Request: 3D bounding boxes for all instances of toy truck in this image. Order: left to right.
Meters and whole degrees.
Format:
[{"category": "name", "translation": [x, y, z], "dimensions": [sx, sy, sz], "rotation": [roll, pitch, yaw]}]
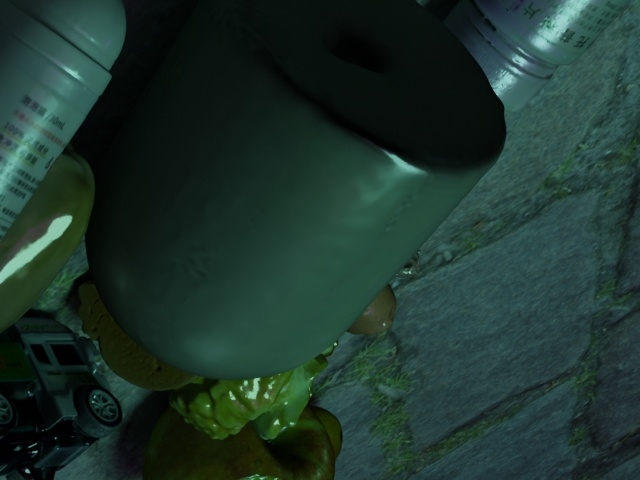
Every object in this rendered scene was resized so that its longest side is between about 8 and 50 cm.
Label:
[{"category": "toy truck", "translation": [-0.378, 0.168, 1.831], "dimensions": [0.176, 0.178, 0.363], "rotation": [-40, 153, 29]}]

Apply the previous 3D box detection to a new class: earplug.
[{"category": "earplug", "translation": [-0.053, -0.046, 1.712], "dimensions": [0.312, 0.313, 0.394], "rotation": [0, 137, -46]}]

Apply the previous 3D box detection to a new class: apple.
[{"category": "apple", "translation": [-0.109, 0.299, 2.244], "dimensions": [0.246, 0.246, 0.226], "rotation": [-1, 147, -45]}]

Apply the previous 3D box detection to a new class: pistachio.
[{"category": "pistachio", "translation": [-0.343, -0.002, 1.641], "dimensions": [0.288, 0.166, 0.197], "rotation": [-48, 131, -1]}]

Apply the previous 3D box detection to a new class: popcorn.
[{"category": "popcorn", "translation": [-0.093, 0.125, 2.039], "dimensions": [0.204, 0.221, 0.183], "rotation": [-21, 127, 39]}]

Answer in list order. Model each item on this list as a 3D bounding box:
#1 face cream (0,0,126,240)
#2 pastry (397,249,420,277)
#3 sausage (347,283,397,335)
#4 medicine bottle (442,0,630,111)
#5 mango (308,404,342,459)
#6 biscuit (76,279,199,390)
[{"category": "face cream", "translation": [-0.253, -0.156, 1.495], "dimensions": [0.370, 0.145, 0.145], "rotation": [-57, 150, -2]}, {"category": "pastry", "translation": [0.010, 0.058, 2.153], "dimensions": [0.265, 0.112, 0.103], "rotation": [-38, 164, 29]}, {"category": "sausage", "translation": [0.000, 0.001, 1.979], "dimensions": [0.086, 0.086, 0.289], "rotation": [-35, 126, 0]}, {"category": "medicine bottle", "translation": [0.243, -0.269, 1.853], "dimensions": [0.152, 0.152, 0.254], "rotation": [6, 130, -50]}, {"category": "mango", "translation": [-0.072, 0.305, 2.447], "dimensions": [0.227, 0.099, 0.136], "rotation": [-31, 157, 10]}, {"category": "biscuit", "translation": [-0.188, 0.080, 1.942], "dimensions": [0.170, 0.170, 0.050], "rotation": [-46, 174, 19]}]
